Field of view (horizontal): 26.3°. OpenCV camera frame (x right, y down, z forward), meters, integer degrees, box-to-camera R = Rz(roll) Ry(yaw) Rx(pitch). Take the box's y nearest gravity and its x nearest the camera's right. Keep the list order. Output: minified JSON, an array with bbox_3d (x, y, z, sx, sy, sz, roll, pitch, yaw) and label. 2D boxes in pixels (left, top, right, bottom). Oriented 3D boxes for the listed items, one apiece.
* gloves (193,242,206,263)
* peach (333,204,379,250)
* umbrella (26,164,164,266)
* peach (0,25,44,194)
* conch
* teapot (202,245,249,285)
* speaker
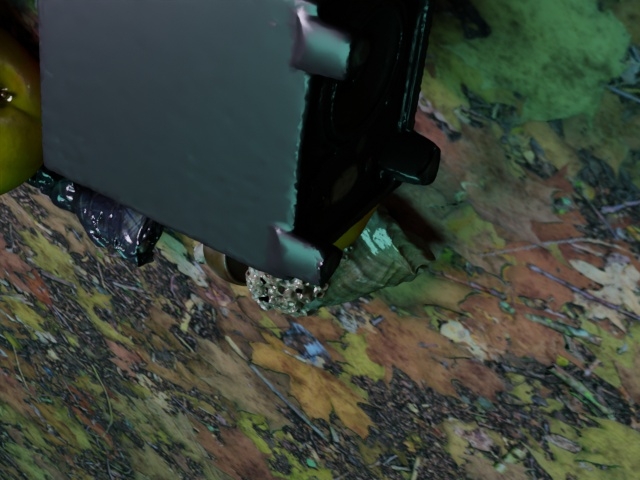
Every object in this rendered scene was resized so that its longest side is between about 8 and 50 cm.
[{"bbox_3d":[-0.124,0.008,1.597,0.081,0.037,0.044,-8,164,34],"label":"gloves"},{"bbox_3d":[-0.026,-0.065,1.260,0.179,0.179,0.103,37,175,5],"label":"peach"},{"bbox_3d":[-0.282,-0.043,1.688,0.224,0.080,0.071,28,-177,26],"label":"umbrella"},{"bbox_3d":[-0.412,-0.148,1.547,0.231,0.231,0.231,28,149,19],"label":"peach"},{"bbox_3d":[0.000,0.000,1.386,0.245,0.163,0.178,12,180,16],"label":"conch"},{"bbox_3d":[-0.091,0.011,1.538,0.121,0.076,0.068,24,176,-40],"label":"teapot"},{"bbox_3d":[-0.048,-0.135,0.965,0.254,0.184,0.232,24,131,21],"label":"speaker"}]
